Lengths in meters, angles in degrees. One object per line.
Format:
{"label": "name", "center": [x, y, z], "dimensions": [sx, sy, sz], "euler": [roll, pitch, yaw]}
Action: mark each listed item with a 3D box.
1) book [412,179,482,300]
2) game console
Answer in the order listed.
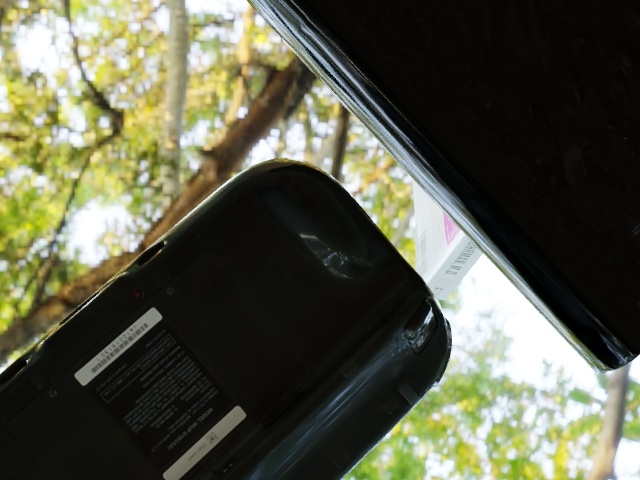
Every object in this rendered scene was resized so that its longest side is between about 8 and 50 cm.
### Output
{"label": "book", "center": [0.086, -0.043, 0.692], "dimensions": [0.035, 0.144, 0.096], "euler": [11, -123, -14]}
{"label": "game console", "center": [0.000, 0.000, 0.443], "dimensions": [0.361, 0.044, 0.213], "euler": [-42, -92, -18]}
